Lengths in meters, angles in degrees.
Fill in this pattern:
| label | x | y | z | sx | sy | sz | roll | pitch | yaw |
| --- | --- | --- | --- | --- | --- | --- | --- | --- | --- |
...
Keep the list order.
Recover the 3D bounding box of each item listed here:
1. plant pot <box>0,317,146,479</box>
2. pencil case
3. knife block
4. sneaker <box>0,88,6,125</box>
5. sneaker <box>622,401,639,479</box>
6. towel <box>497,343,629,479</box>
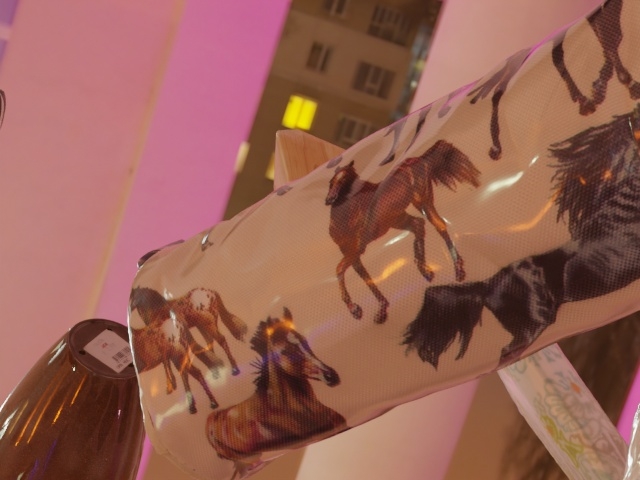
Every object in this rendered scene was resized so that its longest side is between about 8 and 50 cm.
| label | x | y | z | sx | sy | sz | roll | pitch | yaw |
| --- | --- | --- | --- | --- | --- | --- | --- | --- | --- |
| plant pot | -0.310 | 0.220 | 1.552 | 0.215 | 0.230 | 0.215 | 20 | -147 | -14 |
| pencil case | 0.076 | -0.007 | 0.679 | 0.160 | 0.410 | 0.183 | 50 | -150 | -20 |
| knife block | 0.000 | 0.000 | 1.304 | 0.276 | 0.088 | 0.242 | 26 | -140 | 26 |
| sneaker | -0.321 | -0.072 | 0.955 | 0.094 | 0.153 | 0.235 | 25 | 147 | -25 |
| sneaker | 0.328 | 0.252 | 1.144 | 0.094 | 0.258 | 0.091 | 17 | -146 | 32 |
| towel | 0.369 | 0.277 | 1.692 | 0.320 | 0.090 | 0.374 | 55 | 180 | 34 |
